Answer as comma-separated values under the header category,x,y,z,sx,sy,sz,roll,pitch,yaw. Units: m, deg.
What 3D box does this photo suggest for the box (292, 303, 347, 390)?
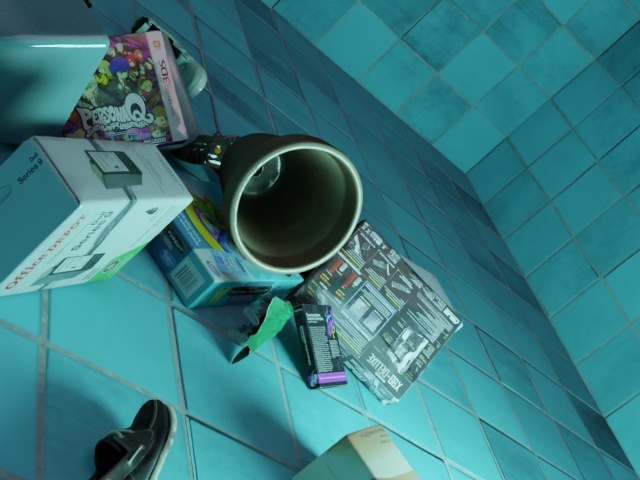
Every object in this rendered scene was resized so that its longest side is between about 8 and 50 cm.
category,x,y,z,sx,sy,sz,roll,pitch,yaw
box,0.000,0.202,1.874,0.116,0.029,0.162,10,66,-61

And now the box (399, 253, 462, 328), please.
category,x,y,z,sx,sy,sz,roll,pitch,yaw
box,0.228,0.154,2.424,0.182,0.119,0.181,31,24,-41

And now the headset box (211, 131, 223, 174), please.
category,x,y,z,sx,sy,sz,roll,pitch,yaw
headset box,-0.232,-0.199,2.210,0.083,0.062,0.032,47,18,-5

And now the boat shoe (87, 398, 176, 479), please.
category,x,y,z,sx,sy,sz,roll,pitch,yaw
boat shoe,-0.239,0.264,1.229,0.079,0.084,0.233,44,22,-13

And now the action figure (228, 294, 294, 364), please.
category,x,y,z,sx,sy,sz,roll,pitch,yaw
action figure,-0.098,0.144,1.766,0.063,0.137,0.232,38,8,10

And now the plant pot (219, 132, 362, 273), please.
category,x,y,z,sx,sy,sz,roll,pitch,yaw
plant pot,-0.088,-0.097,1.853,0.263,0.263,0.229,34,5,-36

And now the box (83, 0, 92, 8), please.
category,x,y,z,sx,sy,sz,roll,pitch,yaw
box,-0.622,-0.603,2.195,0.190,0.045,0.184,55,18,25

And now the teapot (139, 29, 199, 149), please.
category,x,y,z,sx,sy,sz,roll,pitch,yaw
teapot,-0.359,-0.284,1.936,0.256,0.187,0.252,89,-17,-79

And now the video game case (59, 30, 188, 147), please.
category,x,y,z,sx,sy,sz,roll,pitch,yaw
video game case,-0.368,-0.257,1.745,0.232,0.042,0.210,-13,88,-29

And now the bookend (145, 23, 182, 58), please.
category,x,y,z,sx,sy,sz,roll,pitch,yaw
bookend,-0.382,-0.407,2.152,0.072,0.156,0.157,37,20,-28

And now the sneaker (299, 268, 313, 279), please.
category,x,y,z,sx,sy,sz,roll,pitch,yaw
sneaker,0.034,0.098,2.144,0.283,0.107,0.124,45,13,-8

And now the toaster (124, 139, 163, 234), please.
category,x,y,z,sx,sy,sz,roll,pitch,yaw
toaster,-0.331,-0.076,1.624,0.185,0.110,0.168,47,27,12

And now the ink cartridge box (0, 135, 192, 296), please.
category,x,y,z,sx,sy,sz,roll,pitch,yaw
ink cartridge box,-0.350,-0.035,1.389,0.121,0.211,0.289,53,20,11

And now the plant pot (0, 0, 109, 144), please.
category,x,y,z,sx,sy,sz,roll,pitch,yaw
plant pot,-0.528,-0.301,1.508,0.252,0.248,0.247,-15,63,-49

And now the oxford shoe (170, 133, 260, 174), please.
category,x,y,z,sx,sy,sz,roll,pitch,yaw
oxford shoe,-0.224,-0.193,2.129,0.227,0.082,0.096,13,-1,-37

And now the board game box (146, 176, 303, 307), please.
category,x,y,z,sx,sy,sz,roll,pitch,yaw
board game box,-0.201,0.000,1.851,0.253,0.079,0.336,54,20,17

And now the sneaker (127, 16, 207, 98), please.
category,x,y,z,sx,sy,sz,roll,pitch,yaw
sneaker,-0.371,-0.435,2.322,0.151,0.094,0.256,36,11,-47

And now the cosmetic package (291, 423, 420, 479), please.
category,x,y,z,sx,sy,sz,roll,pitch,yaw
cosmetic package,0.109,0.452,1.545,0.296,0.129,0.153,54,18,17

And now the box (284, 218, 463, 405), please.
category,x,y,z,sx,sy,sz,roll,pitch,yaw
box,0.113,0.148,2.031,0.307,0.076,0.242,46,62,-5
